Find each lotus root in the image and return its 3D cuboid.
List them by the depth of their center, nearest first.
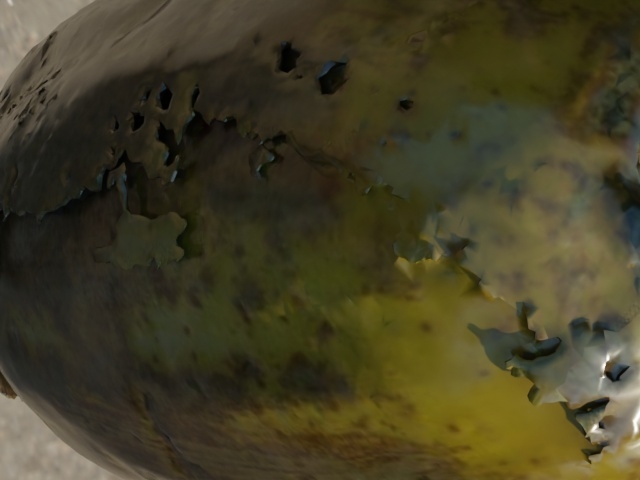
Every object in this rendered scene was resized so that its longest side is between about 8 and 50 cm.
[{"bbox_3d":[0.000,0.000,0.597,0.179,0.397,0.196,-46,110,-25],"label":"lotus root"}]
